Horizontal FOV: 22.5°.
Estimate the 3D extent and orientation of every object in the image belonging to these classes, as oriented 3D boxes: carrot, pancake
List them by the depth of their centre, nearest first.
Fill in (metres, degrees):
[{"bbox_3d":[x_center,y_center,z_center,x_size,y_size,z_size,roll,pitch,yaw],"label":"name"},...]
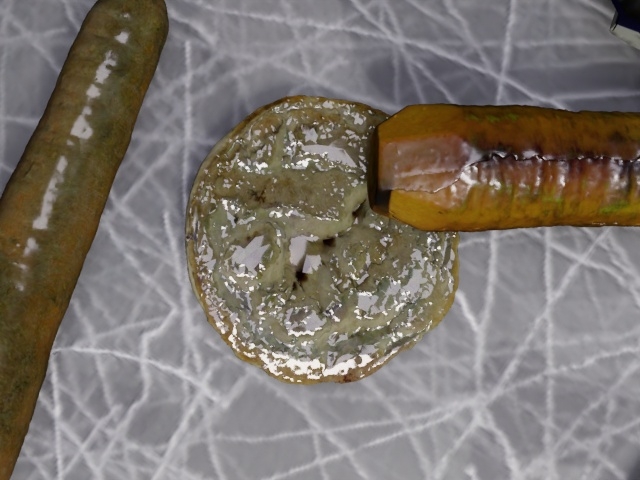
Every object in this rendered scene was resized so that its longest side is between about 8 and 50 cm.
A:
[{"bbox_3d":[-0.153,0.006,0.844,0.070,0.070,0.342,20,83,0],"label":"carrot"},{"bbox_3d":[0.154,-0.034,0.847,0.260,0.070,0.070,2,85,-10],"label":"carrot"},{"bbox_3d":[0.000,0.000,0.867,0.158,0.028,0.158,1,85,-6],"label":"pancake"}]

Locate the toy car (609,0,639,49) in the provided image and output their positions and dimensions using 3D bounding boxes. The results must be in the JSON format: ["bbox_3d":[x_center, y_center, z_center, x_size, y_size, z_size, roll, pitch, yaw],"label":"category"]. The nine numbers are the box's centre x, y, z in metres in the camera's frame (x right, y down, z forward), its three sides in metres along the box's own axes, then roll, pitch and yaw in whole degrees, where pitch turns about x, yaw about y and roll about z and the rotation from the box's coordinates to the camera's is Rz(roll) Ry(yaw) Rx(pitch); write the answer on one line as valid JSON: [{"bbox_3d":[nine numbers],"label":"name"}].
[{"bbox_3d":[0.291,-0.144,0.847,0.301,0.118,0.193,18,76,0],"label":"toy car"}]
